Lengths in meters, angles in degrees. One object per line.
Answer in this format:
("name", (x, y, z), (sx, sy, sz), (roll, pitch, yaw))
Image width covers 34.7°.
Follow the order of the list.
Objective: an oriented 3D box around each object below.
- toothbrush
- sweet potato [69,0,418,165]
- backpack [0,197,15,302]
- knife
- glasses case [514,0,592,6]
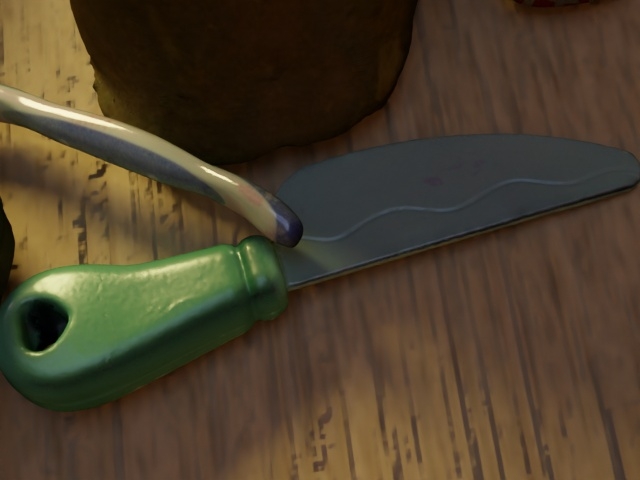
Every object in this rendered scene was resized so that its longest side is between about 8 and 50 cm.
("toothbrush", (-0.124, -0.051, 0.422), (0.269, 0.021, 0.027), (22, 73, 19))
("sweet potato", (-0.026, -0.211, 0.360), (0.158, 0.369, 0.158), (0, 31, 0))
("backpack", (-0.246, -0.006, 0.370), (0.253, 0.140, 0.207), (25, 74, 3))
("knife", (-0.001, -0.001, 0.405), (0.260, 0.034, 0.063), (-20, 58, -8))
("glasses case", (0.101, -0.195, 0.445), (0.073, 0.049, 0.194), (-6, 71, 4))
